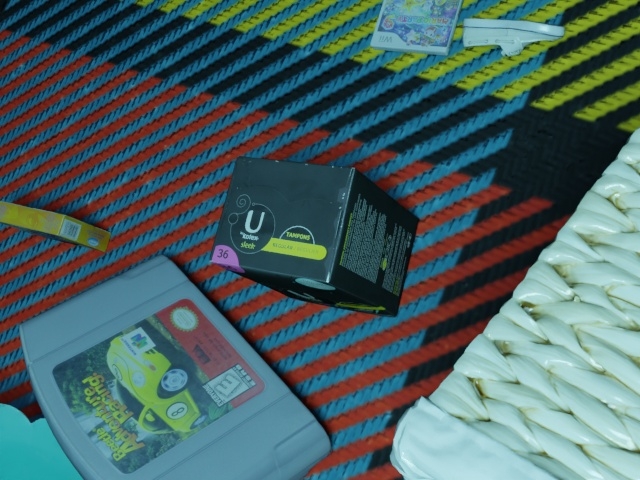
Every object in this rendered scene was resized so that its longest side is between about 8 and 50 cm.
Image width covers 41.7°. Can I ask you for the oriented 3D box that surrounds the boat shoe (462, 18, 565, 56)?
[{"bbox_3d":[0.184,-0.195,0.811,0.100,0.035,0.035,10,107,25],"label":"boat shoe"}]

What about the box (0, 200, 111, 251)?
[{"bbox_3d":[-0.323,-0.018,0.982,0.136,0.081,0.028,9,80,29],"label":"box"}]

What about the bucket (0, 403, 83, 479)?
[{"bbox_3d":[-0.318,0.306,0.761,0.281,0.281,0.183,42,133,30],"label":"bucket"}]

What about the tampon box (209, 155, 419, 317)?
[{"bbox_3d":[0.000,0.000,0.769,0.121,0.161,0.101,8,79,29],"label":"tampon box"}]

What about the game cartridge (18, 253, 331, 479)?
[{"bbox_3d":[-0.156,0.148,0.805,0.196,0.060,0.294,-32,57,-26],"label":"game cartridge"}]

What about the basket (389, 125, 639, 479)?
[{"bbox_3d":[0.265,0.149,0.471,0.331,0.328,0.266,29,72,31],"label":"basket"}]

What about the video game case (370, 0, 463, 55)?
[{"bbox_3d":[0.108,-0.253,0.876,0.087,0.011,0.121,12,81,29],"label":"video game case"}]
